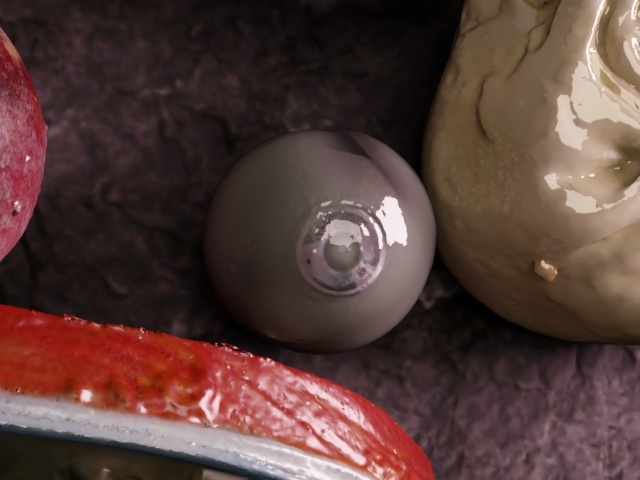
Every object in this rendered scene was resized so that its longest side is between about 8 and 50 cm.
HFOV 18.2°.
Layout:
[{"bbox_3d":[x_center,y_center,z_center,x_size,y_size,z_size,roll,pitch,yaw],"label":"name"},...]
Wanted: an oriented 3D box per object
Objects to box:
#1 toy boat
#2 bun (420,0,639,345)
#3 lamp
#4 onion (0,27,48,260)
[{"bbox_3d":[-0.084,0.119,0.804,0.332,0.145,0.133,13,59,-21],"label":"toy boat"},{"bbox_3d":[0.152,-0.060,0.952,0.229,0.145,0.229,6,70,-18],"label":"bun"},{"bbox_3d":[0.000,0.000,0.897,0.105,0.105,0.105,5,74,-19],"label":"lamp"},{"bbox_3d":[-0.184,-0.043,0.793,0.159,0.195,0.159,2,82,-12],"label":"onion"}]
